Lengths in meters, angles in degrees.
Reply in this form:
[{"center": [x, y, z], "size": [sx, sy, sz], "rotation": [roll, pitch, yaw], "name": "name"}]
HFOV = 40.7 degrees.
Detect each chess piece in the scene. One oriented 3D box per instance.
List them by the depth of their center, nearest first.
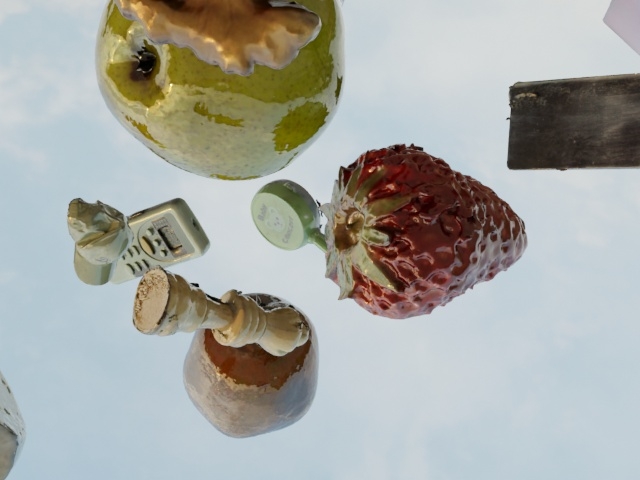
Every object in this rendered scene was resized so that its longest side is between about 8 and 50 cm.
[{"center": [-0.080, 0.069, 0.770], "size": [0.172, 0.060, 0.060], "rotation": [17, -146, -40], "name": "chess piece"}]

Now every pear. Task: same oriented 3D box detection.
[{"center": [-0.104, -0.207, 0.928], "size": [0.294, 0.294, 0.294], "rotation": [7, -137, -7], "name": "pear"}]

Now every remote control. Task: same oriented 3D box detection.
[{"center": [-0.382, 0.005, 1.861], "size": [0.296, 0.140, 0.056], "rotation": [-18, -159, 30], "name": "remote control"}]

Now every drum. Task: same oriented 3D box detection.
[{"center": [0.001, -0.016, 1.341], "size": [0.253, 0.130, 0.049], "rotation": [25, -136, 25], "name": "drum"}]

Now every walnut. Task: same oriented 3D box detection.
[{"center": [-0.067, -0.199, 0.624], "size": [0.170, 0.143, 0.069], "rotation": [23, -163, 8], "name": "walnut"}]

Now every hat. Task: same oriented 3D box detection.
[{"center": [-0.391, 0.008, 1.528], "size": [0.122, 0.166, 0.081], "rotation": [-9, -147, -44], "name": "hat"}]

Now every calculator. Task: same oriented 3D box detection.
[{"center": [0.431, -0.194, 1.432], "size": [0.261, 0.161, 0.021], "rotation": [4, 178, 36], "name": "calculator"}]

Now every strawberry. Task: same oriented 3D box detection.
[{"center": [0.130, -0.014, 0.973], "size": [0.244, 0.205, 0.205], "rotation": [0, -136, -29], "name": "strawberry"}]

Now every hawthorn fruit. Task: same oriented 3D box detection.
[{"center": [-0.123, 0.224, 1.665], "size": [0.267, 0.301, 0.268], "rotation": [7, -139, -7], "name": "hawthorn fruit"}]

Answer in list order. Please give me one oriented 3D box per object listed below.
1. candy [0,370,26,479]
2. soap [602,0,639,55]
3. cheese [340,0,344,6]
[{"center": [-0.611, 0.267, 1.130], "size": [0.427, 0.386, 0.186], "rotation": [-39, -135, -8], "name": "candy"}, {"center": [0.383, -0.285, 0.780], "size": [0.109, 0.324, 0.193], "rotation": [44, -113, 10], "name": "soap"}, {"center": [0.048, -0.449, 1.341], "size": [0.042, 0.191, 0.105], "rotation": [15, -126, 3], "name": "cheese"}]
